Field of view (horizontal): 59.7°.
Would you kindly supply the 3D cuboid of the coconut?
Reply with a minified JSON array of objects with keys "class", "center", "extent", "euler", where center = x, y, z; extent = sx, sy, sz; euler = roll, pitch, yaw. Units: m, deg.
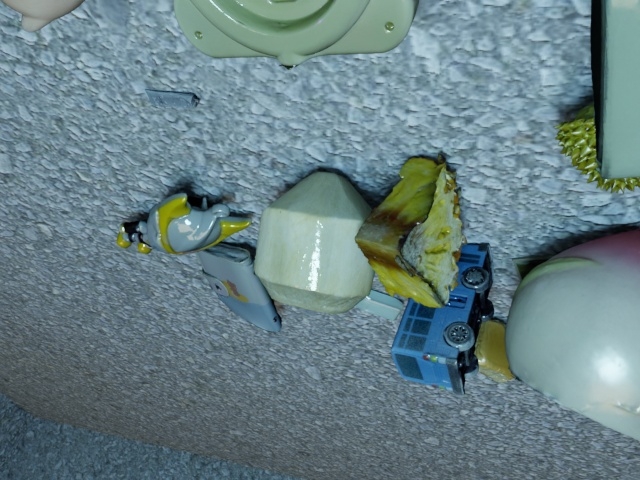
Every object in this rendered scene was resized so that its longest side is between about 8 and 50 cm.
[{"class":"coconut","center":[0.000,0.000,0.893],"extent":[0.202,0.222,0.202],"euler":[11,-176,-1]}]

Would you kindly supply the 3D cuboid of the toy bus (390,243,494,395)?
[{"class":"toy bus","center":[0.208,0.118,0.925],"extent":[0.133,0.234,0.116],"euler":[6,142,28]}]

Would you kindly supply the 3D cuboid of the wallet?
[{"class":"wallet","center":[-0.171,0.090,1.180],"extent":[0.170,0.069,0.231],"euler":[17,142,32]}]

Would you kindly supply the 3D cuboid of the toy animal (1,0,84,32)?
[{"class":"toy animal","center":[-0.362,-0.361,0.609],"extent":[0.154,0.166,0.250],"euler":[-22,135,29]}]

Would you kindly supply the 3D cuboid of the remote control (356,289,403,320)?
[{"class":"remote control","center":[0.085,0.122,1.144],"extent":[0.162,0.029,0.061],"euler":[18,142,1]}]

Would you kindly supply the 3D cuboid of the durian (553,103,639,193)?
[{"class":"durian","center":[0.366,-0.107,0.655],"extent":[0.208,0.102,0.146],"euler":[-3,-168,-29]}]

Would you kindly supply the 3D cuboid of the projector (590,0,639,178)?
[{"class":"projector","center":[0.347,-0.204,0.431],"extent":[0.249,0.248,0.248],"euler":[-2,139,25]}]

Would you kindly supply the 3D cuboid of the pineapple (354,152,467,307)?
[{"class":"pineapple","center":[0.133,-0.007,0.824],"extent":[0.114,0.186,0.236],"euler":[11,113,37]}]

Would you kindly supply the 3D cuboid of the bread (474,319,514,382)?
[{"class":"bread","center":[0.340,0.212,1.089],"extent":[0.125,0.106,0.082],"euler":[29,143,-18]}]

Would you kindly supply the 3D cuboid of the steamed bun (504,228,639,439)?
[{"class":"steamed bun","center":[0.438,0.115,0.814],"extent":[0.309,0.309,0.309],"euler":[12,143,9]}]

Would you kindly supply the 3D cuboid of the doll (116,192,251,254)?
[{"class":"doll","center":[-0.278,-0.026,1.052],"extent":[0.316,0.103,0.145],"euler":[-11,132,43]}]

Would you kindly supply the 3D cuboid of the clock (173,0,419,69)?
[{"class":"clock","center":[-0.046,-0.335,0.554],"extent":[0.284,0.114,0.309],"euler":[6,140,19]}]

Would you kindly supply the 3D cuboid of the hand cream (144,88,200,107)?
[{"class":"hand cream","center":[-0.227,-0.216,0.854],"extent":[0.093,0.019,0.030],"euler":[7,140,19]}]

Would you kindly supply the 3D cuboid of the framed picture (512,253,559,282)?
[{"class":"framed picture","center":[0.377,0.047,0.944],"extent":[0.089,0.007,0.066],"euler":[-6,137,30]}]
